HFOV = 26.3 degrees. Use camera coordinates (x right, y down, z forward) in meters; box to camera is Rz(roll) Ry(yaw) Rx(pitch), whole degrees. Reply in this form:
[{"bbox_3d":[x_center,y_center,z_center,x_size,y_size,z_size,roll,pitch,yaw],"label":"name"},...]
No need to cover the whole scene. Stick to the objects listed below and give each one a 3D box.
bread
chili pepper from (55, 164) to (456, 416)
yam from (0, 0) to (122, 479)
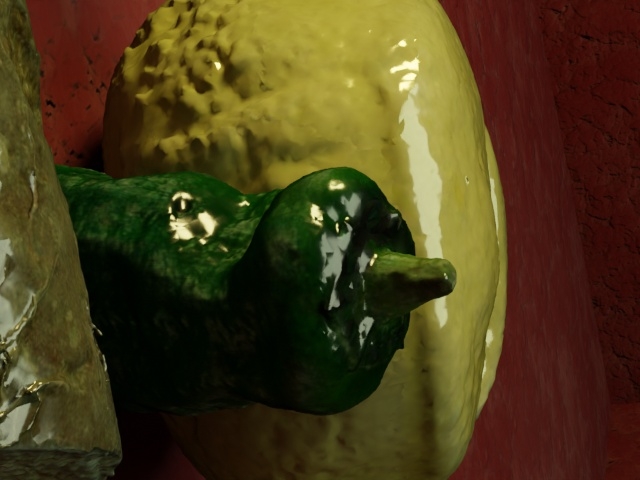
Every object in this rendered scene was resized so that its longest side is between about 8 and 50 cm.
[{"bbox_3d":[-0.011,0.002,0.815,0.320,0.237,0.320,-10,90,-80],"label":"bread"},{"bbox_3d":[-0.063,0.020,0.627,0.099,0.270,0.136,-24,111,-63],"label":"chili pepper"},{"bbox_3d":[-0.167,-0.004,0.535,0.154,0.154,0.254,-12,93,-71],"label":"yam"}]
